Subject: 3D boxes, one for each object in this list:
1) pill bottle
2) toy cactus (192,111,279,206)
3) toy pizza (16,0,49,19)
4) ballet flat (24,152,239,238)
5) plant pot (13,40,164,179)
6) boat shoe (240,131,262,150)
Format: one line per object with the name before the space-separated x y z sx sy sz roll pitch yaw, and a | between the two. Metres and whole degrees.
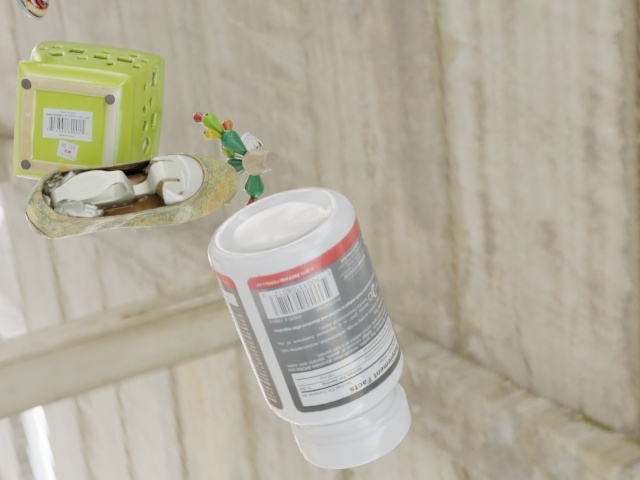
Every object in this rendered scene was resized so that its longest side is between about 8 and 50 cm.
pill bottle | -0.005 0.127 1.823 0.210 0.210 0.363 25 -40 55
toy cactus | -0.151 -0.141 2.390 0.180 0.112 0.219 -3 -71 50
toy pizza | -0.494 -0.469 2.176 0.201 0.032 0.201 -15 90 -82
ballet flat | -0.291 -0.081 2.053 0.123 0.348 0.123 169 -90 -75
plant pot | -0.398 -0.207 2.195 0.207 0.228 0.227 -71 168 -75
boat shoe | -0.146 -0.205 2.761 0.035 0.100 0.035 33 -84 11
